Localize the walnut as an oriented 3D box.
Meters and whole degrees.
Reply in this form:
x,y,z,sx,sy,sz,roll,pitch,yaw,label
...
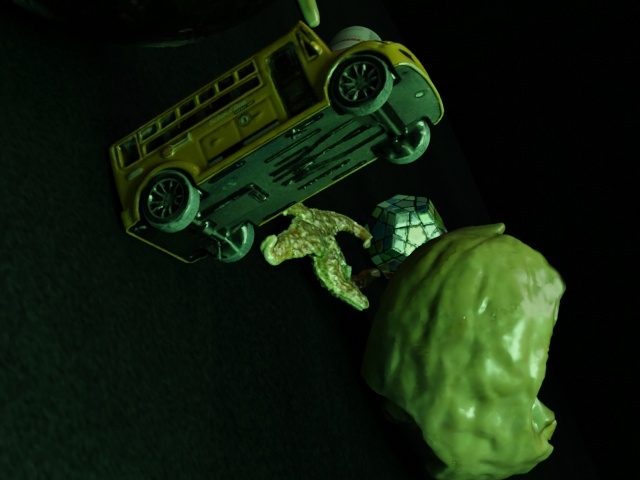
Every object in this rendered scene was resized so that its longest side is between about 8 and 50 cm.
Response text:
x,y,z,sx,sy,sz,roll,pitch,yaw,label
0.121,0.095,0.803,0.141,0.204,0.238,0,50,-38,walnut

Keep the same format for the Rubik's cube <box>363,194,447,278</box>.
x,y,z,sx,sy,sz,roll,pitch,yaw,label
0.106,-0.003,1.090,0.111,0.111,0.093,-83,171,-65,Rubik's cube

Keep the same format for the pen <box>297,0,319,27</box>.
x,y,z,sx,sy,sz,roll,pitch,yaw,label
-0.047,-0.454,1.480,0.032,0.040,0.233,29,41,-64,pen

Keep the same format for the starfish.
x,y,z,sx,sy,sz,roll,pitch,yaw,label
-0.008,0.006,0.810,0.150,0.053,0.210,53,17,9,starfish

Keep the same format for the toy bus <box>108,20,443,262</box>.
x,y,z,sx,sy,sz,roll,pitch,yaw,label
-0.028,-0.065,0.535,0.083,0.195,0.088,38,26,-61,toy bus

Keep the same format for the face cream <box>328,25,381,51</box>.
x,y,z,sx,sy,sz,roll,pitch,yaw,label
0.045,-0.245,1.293,0.102,0.102,0.345,59,13,-15,face cream

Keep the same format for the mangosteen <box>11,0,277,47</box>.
x,y,z,sx,sy,sz,roll,pitch,yaw,label
-0.108,-0.251,0.512,0.288,0.233,0.287,35,22,-16,mangosteen
